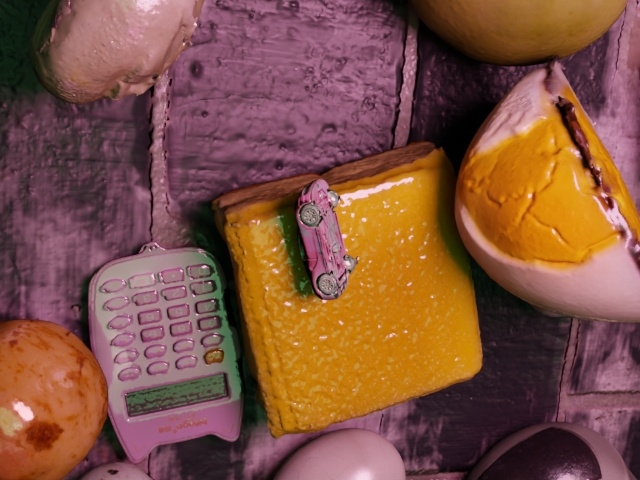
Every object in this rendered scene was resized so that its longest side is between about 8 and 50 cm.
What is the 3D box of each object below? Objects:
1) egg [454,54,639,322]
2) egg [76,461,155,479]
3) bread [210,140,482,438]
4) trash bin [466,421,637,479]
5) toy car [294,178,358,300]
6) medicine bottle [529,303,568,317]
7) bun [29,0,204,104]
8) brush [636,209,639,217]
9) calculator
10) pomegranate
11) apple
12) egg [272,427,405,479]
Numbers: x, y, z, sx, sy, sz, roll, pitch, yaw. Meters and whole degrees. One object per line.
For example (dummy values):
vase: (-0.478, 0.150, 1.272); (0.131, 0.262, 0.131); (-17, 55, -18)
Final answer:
egg: (0.277, -0.035, 0.902); (0.201, 0.337, 0.337); (-23, 111, 27)
egg: (-0.268, 0.372, 0.977); (0.131, 0.131, 0.164); (-25, 122, -9)
bread: (0.045, 0.060, 0.982); (0.323, 0.143, 0.333); (-13, 105, -14)
trash bin: (0.406, 0.480, 1.114); (0.280, 0.280, 0.432); (-45, 113, -2)
toy car: (0.000, 0.000, 0.848); (0.055, 0.069, 0.142); (-7, 107, 24)
medicine bottle: (0.421, 0.046, 1.086); (0.215, 0.135, 0.135); (1, 102, -16)
bun: (-0.209, -0.244, 0.802); (0.141, 0.239, 0.239); (39, 90, -21)
brush: (0.396, -0.068, 1.089); (0.301, 0.071, 0.084); (24, 92, -20)
calculator: (-0.205, 0.144, 0.989); (0.194, 0.043, 0.294); (-9, 101, -12)
pomegranate: (-0.367, 0.193, 0.861); (0.215, 0.215, 0.215); (-3, 103, -15)
apple: (0.245, -0.356, 0.884); (0.291, 0.254, 0.292); (-2, 101, -10)
egg: (0.020, 0.353, 1.037); (0.209, 0.151, 0.151); (-27, 108, -5)
